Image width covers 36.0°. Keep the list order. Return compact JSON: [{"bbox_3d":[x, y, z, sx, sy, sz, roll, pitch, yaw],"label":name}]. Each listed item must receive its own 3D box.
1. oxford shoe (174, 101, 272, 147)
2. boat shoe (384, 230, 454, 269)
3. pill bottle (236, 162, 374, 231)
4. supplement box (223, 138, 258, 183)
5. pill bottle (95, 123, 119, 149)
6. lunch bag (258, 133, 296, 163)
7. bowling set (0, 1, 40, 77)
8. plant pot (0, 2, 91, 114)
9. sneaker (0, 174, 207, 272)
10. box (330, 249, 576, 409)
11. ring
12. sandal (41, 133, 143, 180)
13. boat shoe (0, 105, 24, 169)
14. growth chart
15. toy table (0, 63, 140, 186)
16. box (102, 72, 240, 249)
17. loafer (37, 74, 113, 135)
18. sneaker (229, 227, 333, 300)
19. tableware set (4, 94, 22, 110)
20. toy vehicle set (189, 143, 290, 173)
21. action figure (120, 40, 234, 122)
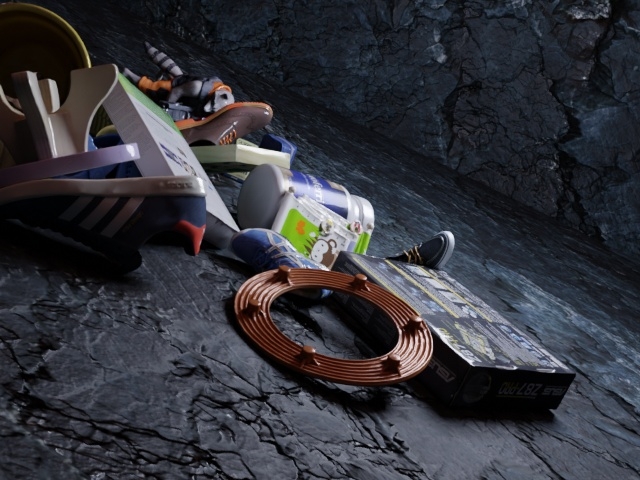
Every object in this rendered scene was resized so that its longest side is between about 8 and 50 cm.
[{"bbox_3d":[-0.229,-0.241,2.279,0.271,0.097,0.098,-21,52,-12],"label":"oxford shoe"},{"bbox_3d":[0.199,0.040,2.073,0.083,0.183,0.065,8,52,-34],"label":"boat shoe"},{"bbox_3d":[-0.027,-0.057,2.043,0.265,0.153,0.153,14,19,-35],"label":"pill bottle"},{"bbox_3d":[-0.189,-0.191,2.339,0.056,0.083,0.083,22,17,-10],"label":"supplement box"},{"bbox_3d":[-0.404,-0.205,2.049,0.087,0.087,0.160,27,16,2],"label":"pill bottle"},{"bbox_3d":[-0.116,-0.242,2.646,0.065,0.067,0.098,8,23,-49],"label":"lunch bag"},{"bbox_3d":[-0.679,-0.452,2.285,0.200,0.154,0.287,24,16,-5],"label":"bowling set"},{"bbox_3d":[-0.568,-0.319,1.916,0.254,0.254,0.239,23,2,-11],"label":"plant pot"},{"bbox_3d":[-0.345,-0.021,1.522,0.350,0.148,0.131,-3,1,-15],"label":"sneaker"},{"bbox_3d":[0.238,0.166,1.849,0.318,0.097,0.395,13,20,-43],"label":"box"},{"bbox_3d":[0.025,0.126,1.612,0.337,0.032,0.336,11,26,-6],"label":"ring"},{"bbox_3d":[-0.377,-0.128,1.764,0.126,0.138,0.317,33,15,30],"label":"sandal"},{"bbox_3d":[-0.617,-0.181,1.585,0.110,0.121,0.341,12,5,37],"label":"boat shoe"},{"bbox_3d":[0.000,0.000,1.940,0.237,0.172,0.021,26,-26,-31],"label":"growth chart"},{"bbox_3d":[-0.435,-0.177,1.543,0.274,0.161,0.252,-13,7,-16],"label":"toy table"},{"bbox_3d":[-0.281,-0.148,1.805,0.322,0.058,0.232,59,8,25],"label":"box"},{"bbox_3d":[-0.514,-0.304,2.179,0.251,0.094,0.087,30,21,16],"label":"loafer"},{"bbox_3d":[-0.070,0.042,1.793,0.211,0.080,0.081,26,14,4],"label":"sneaker"},{"bbox_3d":[-0.530,-0.196,1.766,0.194,0.128,0.039,22,-26,-13],"label":"tableware set"},{"bbox_3d":[-0.217,-0.172,2.099,0.267,0.035,0.166,1,-2,40],"label":"toy vehicle set"},{"bbox_3d":[-0.371,-0.391,2.549,0.330,0.178,0.341,22,11,24],"label":"action figure"}]
